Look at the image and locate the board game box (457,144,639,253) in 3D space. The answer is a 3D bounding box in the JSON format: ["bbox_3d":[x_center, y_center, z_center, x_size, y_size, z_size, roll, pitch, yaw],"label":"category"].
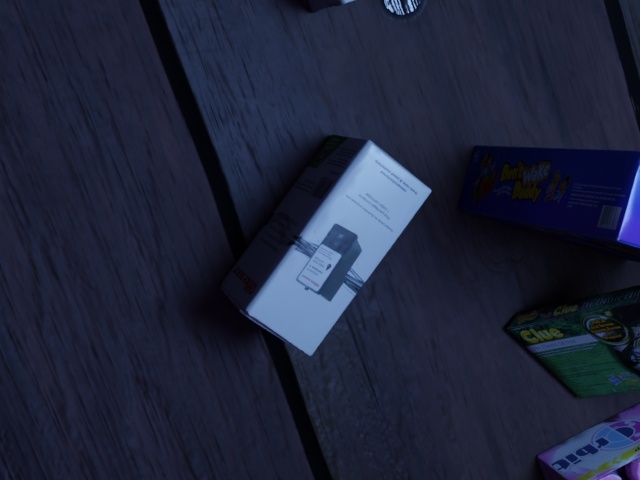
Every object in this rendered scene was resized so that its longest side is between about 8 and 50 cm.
[{"bbox_3d":[0.314,-0.025,1.015,0.233,0.347,0.078,15,92,-16],"label":"board game box"}]

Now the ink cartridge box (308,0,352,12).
[{"bbox_3d":[0.095,-0.416,1.019,0.310,0.130,0.271,-24,104,-10],"label":"ink cartridge box"}]

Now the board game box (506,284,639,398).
[{"bbox_3d":[0.334,0.110,1.092,0.136,0.260,0.030,41,60,-17],"label":"board game box"}]

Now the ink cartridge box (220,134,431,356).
[{"bbox_3d":[0.000,0.000,1.043,0.087,0.153,0.208,37,89,-17],"label":"ink cartridge box"}]

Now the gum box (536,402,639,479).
[{"bbox_3d":[0.366,0.254,1.189,0.188,0.107,0.062,-25,103,-10],"label":"gum box"}]
